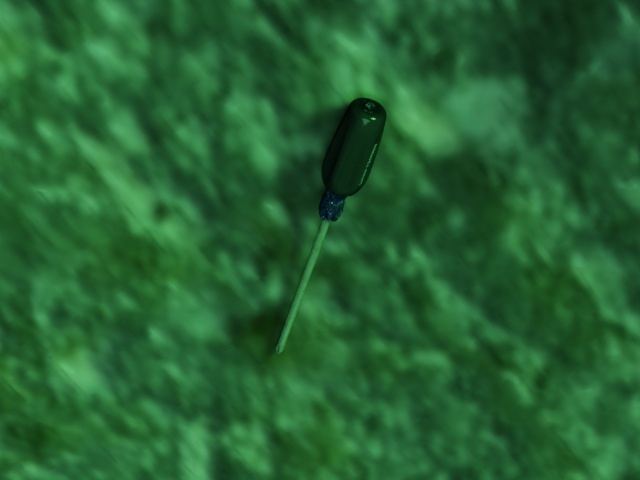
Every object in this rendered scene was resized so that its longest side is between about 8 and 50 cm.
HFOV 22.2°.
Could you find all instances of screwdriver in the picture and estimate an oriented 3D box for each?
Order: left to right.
[{"bbox_3d":[0.000,0.000,0.828,0.024,0.025,0.170,15,123,-7],"label":"screwdriver"}]
